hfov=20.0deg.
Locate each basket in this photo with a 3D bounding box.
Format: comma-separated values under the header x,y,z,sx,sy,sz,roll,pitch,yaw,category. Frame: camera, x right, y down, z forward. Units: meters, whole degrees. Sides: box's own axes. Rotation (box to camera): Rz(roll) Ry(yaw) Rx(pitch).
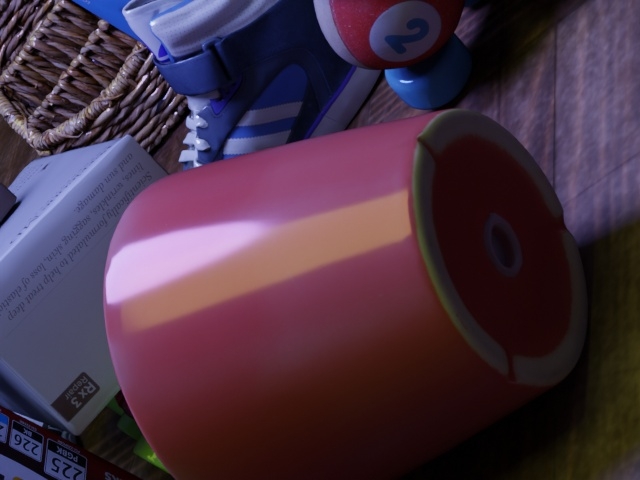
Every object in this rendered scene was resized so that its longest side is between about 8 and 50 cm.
x,y,z,sx,sy,sz,roll,pitch,yaw,category
-0.256,-0.239,2.119,0.299,0.223,0.213,-50,26,17,basket

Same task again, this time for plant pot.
x,y,z,sx,sy,sz,roll,pitch,yaw,category
0.031,0.041,1.247,0.243,0.275,0.275,-24,41,34,plant pot

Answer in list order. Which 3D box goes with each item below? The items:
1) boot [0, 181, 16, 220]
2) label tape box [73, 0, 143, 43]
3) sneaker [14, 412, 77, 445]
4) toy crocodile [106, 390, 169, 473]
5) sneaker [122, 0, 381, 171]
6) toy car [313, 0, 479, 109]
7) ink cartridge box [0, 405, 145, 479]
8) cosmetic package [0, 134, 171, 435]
x,y,z,sx,sy,sz,roll,pitch,yaw,category
-0.376,0.019,1.524,0.112,0.115,0.305,-31,20,36,boot
-0.088,-0.291,1.836,0.333,0.240,0.106,-19,46,54,label tape box
-0.350,0.219,1.790,0.137,0.210,0.366,-58,24,2,sneaker
-0.134,0.132,1.576,0.115,0.105,0.340,-62,13,-5,toy crocodile
-0.112,-0.125,1.700,0.323,0.236,0.130,-55,25,9,sneaker
0.125,-0.243,1.468,0.238,0.219,0.210,-2,59,39,toy car
-0.265,0.279,1.446,0.130,0.309,0.272,-43,29,30,ink cartridge box
-0.239,0.038,1.633,0.217,0.156,0.385,-48,13,-17,cosmetic package
